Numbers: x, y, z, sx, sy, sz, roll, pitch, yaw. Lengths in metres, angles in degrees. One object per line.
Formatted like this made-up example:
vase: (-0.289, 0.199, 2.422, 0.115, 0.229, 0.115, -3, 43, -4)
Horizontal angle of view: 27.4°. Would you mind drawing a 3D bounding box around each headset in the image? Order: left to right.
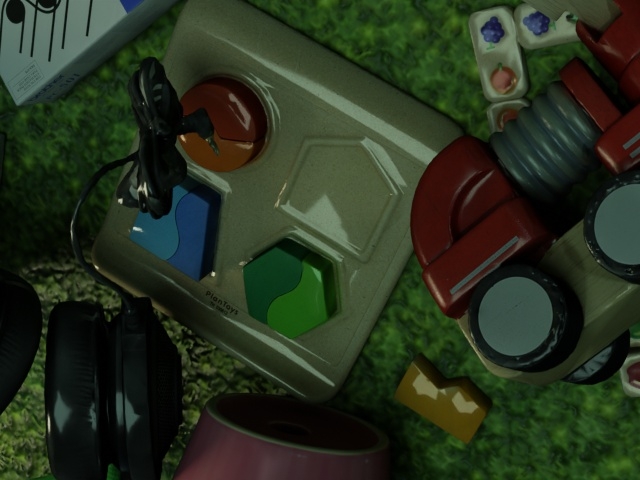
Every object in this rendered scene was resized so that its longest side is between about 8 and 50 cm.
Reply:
headset: (-0.194, 0.062, 0.882, 0.243, 0.185, 0.394, 19, 133, -26)

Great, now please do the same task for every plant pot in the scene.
plant pot: (-0.033, 0.208, 0.889, 0.201, 0.201, 0.180, 15, 97, 17)

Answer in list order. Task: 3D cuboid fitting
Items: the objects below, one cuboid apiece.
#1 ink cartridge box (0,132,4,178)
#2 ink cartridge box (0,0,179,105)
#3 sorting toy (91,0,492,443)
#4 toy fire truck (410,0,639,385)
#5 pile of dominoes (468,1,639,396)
ink cartridge box: (-0.345, -0.032, 0.963, 0.176, 0.128, 0.127, 17, 113, 16)
ink cartridge box: (-0.145, -0.185, 0.870, 0.207, 0.046, 0.097, -33, 83, 28)
sorting toy: (0.000, 0.000, 0.880, 0.307, 0.041, 0.229, 31, 116, 10)
toy fire truck: (0.127, -0.069, 0.743, 0.217, 0.158, 0.246, -41, 63, 18)
pile of dominoes: (0.202, -0.031, 0.789, 0.196, 0.040, 0.251, -8, 104, 25)
